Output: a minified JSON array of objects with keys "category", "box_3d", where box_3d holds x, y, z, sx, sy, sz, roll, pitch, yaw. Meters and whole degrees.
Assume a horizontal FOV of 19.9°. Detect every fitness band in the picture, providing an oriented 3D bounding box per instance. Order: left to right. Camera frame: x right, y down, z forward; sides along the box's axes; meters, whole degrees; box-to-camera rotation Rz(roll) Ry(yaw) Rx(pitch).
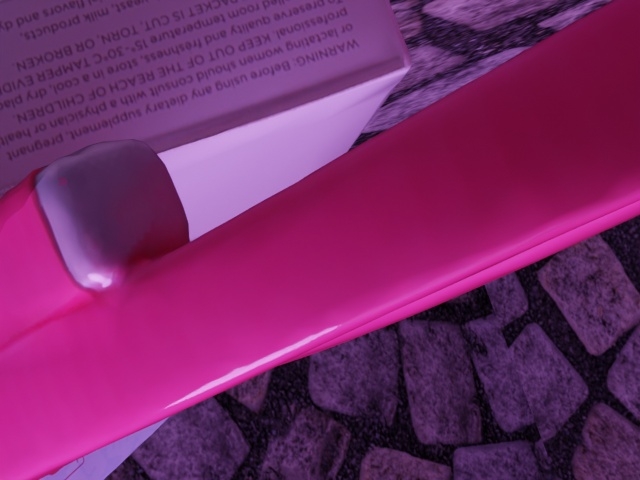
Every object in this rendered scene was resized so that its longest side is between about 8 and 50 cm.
[{"category":"fitness band","box_3d":[0.000,0.000,0.443,0.209,0.054,0.291,-21,176,-34]}]

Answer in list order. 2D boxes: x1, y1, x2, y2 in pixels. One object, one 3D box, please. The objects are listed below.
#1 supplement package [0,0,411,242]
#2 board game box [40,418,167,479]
[{"category":"supplement package","box_3d":[-0.109,-0.054,0.521,0.204,0.145,0.262,-19,176,-9]},{"category":"board game box","box_3d":[-0.241,0.078,0.696,0.318,0.066,0.319,3,-149,35]}]
